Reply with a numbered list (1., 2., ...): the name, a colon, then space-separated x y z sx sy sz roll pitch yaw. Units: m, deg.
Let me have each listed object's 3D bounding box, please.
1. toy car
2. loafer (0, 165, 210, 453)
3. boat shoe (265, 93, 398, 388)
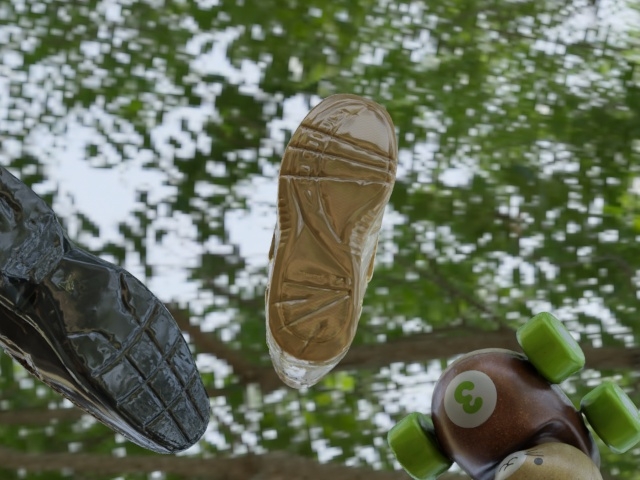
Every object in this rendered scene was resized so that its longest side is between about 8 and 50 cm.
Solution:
1. toy car: 0.148 0.170 1.195 0.155 0.188 0.149 -39 -73 14
2. loafer: -0.121 0.036 0.782 0.170 0.062 0.061 48 -40 -3
3. boat shoe: 0.000 0.000 0.885 0.059 0.063 0.170 109 -3 -57
